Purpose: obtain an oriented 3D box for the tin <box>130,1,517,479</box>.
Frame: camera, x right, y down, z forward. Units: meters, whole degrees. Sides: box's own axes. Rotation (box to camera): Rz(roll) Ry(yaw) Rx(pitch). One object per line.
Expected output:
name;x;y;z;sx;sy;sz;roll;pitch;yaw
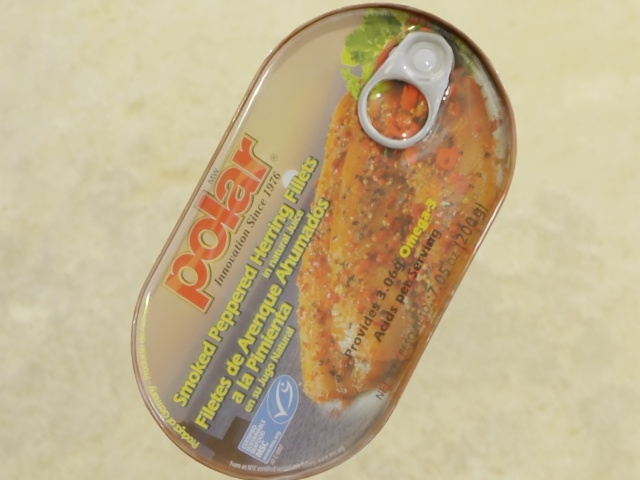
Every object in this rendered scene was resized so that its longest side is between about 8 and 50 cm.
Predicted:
tin;0.000;0.000;0.655;0.190;0.106;0.040;-61;7;-2
